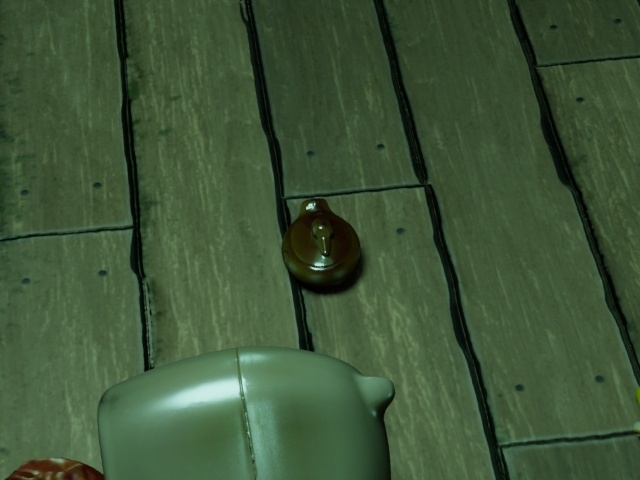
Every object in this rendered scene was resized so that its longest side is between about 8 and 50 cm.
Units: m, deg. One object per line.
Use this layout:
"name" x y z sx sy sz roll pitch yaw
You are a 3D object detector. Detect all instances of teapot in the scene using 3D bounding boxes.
"teapot" 0.000 0.000 2.265 0.098 0.078 0.129 -4 44 -3

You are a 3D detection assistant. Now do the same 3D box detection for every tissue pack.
"tissue pack" -0.059 0.240 1.782 0.277 0.387 0.267 -7 80 0

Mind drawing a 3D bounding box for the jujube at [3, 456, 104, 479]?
"jujube" -0.267 0.338 1.860 0.174 0.174 0.250 -10 41 -9

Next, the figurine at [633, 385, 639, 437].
"figurine" 0.406 0.228 1.994 0.156 0.131 0.246 -25 32 3
